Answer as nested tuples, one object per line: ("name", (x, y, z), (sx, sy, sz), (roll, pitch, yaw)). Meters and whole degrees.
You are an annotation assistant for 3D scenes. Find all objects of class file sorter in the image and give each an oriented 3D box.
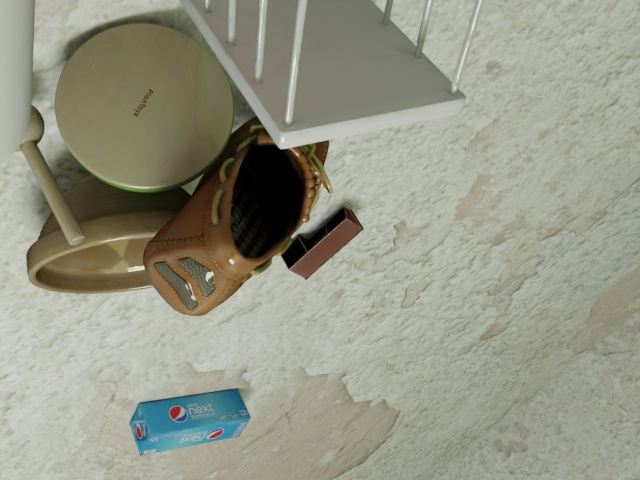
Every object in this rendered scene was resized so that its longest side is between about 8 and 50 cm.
("file sorter", (0.000, -0.249, 0.712), (0.192, 0.278, 0.173), (-15, 141, -23))

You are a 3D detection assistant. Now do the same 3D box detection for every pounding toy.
("pounding toy", (-0.211, -0.117, 0.840), (0.237, 0.183, 0.110), (-34, 177, -15))

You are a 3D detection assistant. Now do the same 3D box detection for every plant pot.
("plant pot", (-0.234, -0.017, 0.933), (0.237, 0.110, 0.237), (-10, 165, -3))

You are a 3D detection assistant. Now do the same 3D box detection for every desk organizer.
("desk organizer", (0.000, 0.000, 1.229), (0.130, 0.047, 0.050), (-42, 142, 14))

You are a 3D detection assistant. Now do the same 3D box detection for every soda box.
("soda box", (-0.242, 0.338, 1.441), (0.210, 0.071, 0.067), (0, 136, -38))

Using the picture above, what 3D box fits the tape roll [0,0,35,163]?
("tape roll", (-0.343, -0.170, 0.574), (0.246, 0.246, 0.169), (-9, 139, -30))

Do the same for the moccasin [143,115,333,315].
("moccasin", (-0.059, -0.068, 0.866), (0.147, 0.139, 0.380), (-26, -166, 30))
